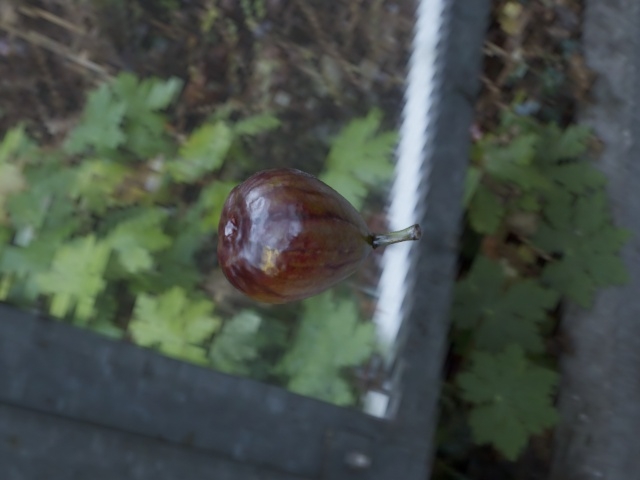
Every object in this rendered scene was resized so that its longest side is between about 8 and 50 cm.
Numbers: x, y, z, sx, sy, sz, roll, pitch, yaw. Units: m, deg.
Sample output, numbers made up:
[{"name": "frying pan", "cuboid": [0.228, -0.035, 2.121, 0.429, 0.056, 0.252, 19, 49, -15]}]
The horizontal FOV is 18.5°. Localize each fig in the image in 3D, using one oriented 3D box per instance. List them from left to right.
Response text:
[{"name": "fig", "cuboid": [0.000, 0.000, 1.238, 0.089, 0.125, 0.089, -171, 90, -66]}]
